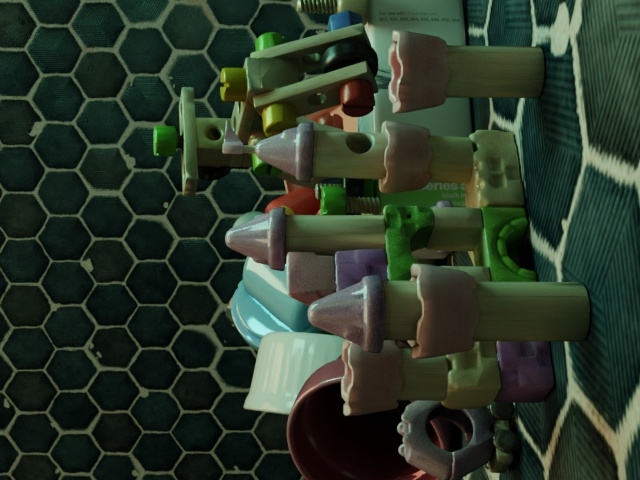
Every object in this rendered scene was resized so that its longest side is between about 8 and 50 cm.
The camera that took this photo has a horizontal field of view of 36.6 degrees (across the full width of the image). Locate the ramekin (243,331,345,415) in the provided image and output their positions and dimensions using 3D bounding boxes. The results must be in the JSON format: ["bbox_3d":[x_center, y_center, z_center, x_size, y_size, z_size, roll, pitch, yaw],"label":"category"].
[{"bbox_3d":[0.015,0.237,1.642,0.277,0.277,0.135,101,176,-79],"label":"ramekin"}]

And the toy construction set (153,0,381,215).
[{"bbox_3d":[-0.066,-0.174,1.061,0.257,0.237,0.309,177,94,-85],"label":"toy construction set"}]

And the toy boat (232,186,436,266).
[{"bbox_3d":[0.020,0.032,1.358,0.318,0.148,0.268,35,144,35],"label":"toy boat"}]

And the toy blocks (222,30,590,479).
[{"bbox_3d":[0.045,0.024,0.820,0.309,0.260,0.289,94,175,-58],"label":"toy blocks"}]

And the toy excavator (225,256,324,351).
[{"bbox_3d":[0.000,0.000,1.776,0.222,0.433,0.445,38,164,26],"label":"toy excavator"}]

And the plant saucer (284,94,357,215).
[{"bbox_3d":[0.046,-0.128,1.569,0.258,0.047,0.259,-30,64,37],"label":"plant saucer"}]

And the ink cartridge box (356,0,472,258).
[{"bbox_3d":[0.105,-0.133,1.145,0.198,0.114,0.273,100,169,-74],"label":"ink cartridge box"}]

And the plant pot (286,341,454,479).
[{"bbox_3d":[0.074,0.210,1.229,0.180,0.201,0.201,-62,-25,-61],"label":"plant pot"}]
